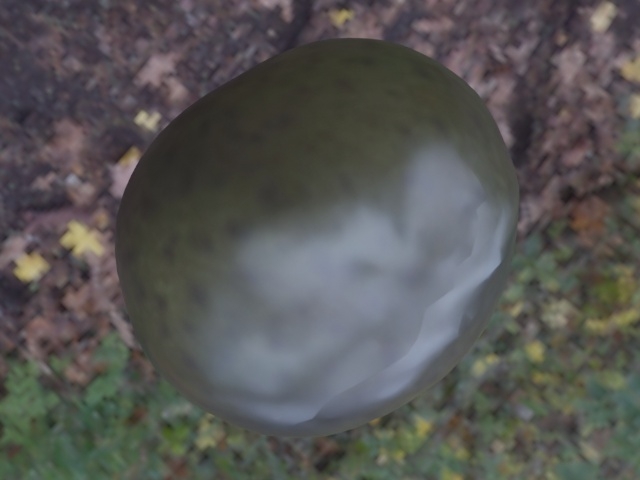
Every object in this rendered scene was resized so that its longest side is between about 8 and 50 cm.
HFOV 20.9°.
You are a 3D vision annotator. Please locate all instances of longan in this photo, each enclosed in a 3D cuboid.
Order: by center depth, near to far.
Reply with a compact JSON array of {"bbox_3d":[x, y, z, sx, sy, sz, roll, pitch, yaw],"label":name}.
[{"bbox_3d":[0.000,0.000,1.504,0.361,0.361,0.361,-30,142,-27],"label":"longan"}]
